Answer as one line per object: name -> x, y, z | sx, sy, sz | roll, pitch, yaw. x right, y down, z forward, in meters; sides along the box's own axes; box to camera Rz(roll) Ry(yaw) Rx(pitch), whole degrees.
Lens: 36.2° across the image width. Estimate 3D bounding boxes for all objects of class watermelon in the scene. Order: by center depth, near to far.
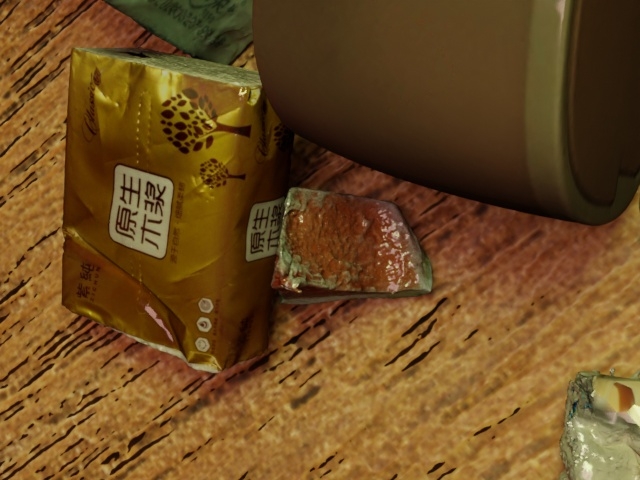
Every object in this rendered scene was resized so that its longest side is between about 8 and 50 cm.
watermelon -> -0.010, 0.003, 0.757 | 0.121, 0.158, 0.098 | -10, 84, 45

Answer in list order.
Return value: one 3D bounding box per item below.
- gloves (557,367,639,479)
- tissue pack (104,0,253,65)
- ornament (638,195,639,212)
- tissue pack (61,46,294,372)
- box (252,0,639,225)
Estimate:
gloves -> 0.223, 0.167, 0.689 | 0.114, 0.070, 0.153 | 2, 86, 13
tissue pack -> -0.180, -0.297, 0.786 | 0.103, 0.228, 0.316 | -41, 74, 10
ornament -> 0.272, -0.152, 0.659 | 0.061, 0.245, 0.230 | 2, 111, 36
tissue pack -> -0.115, -0.029, 0.774 | 0.183, 0.092, 0.226 | 18, 108, 31
box -> 0.107, -0.160, 0.653 | 0.216, 0.301, 0.301 | 12, 88, 30
